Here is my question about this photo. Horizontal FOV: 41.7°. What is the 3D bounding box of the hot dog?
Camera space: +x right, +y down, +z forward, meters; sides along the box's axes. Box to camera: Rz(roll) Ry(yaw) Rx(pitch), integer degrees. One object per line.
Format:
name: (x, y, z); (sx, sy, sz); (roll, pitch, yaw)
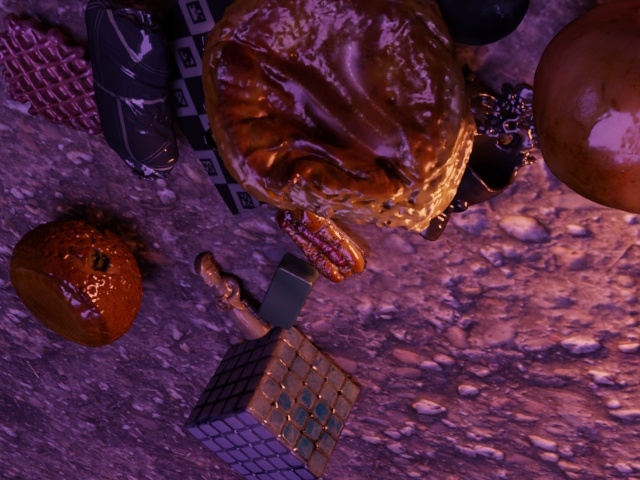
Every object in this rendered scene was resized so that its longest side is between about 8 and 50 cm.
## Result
hot dog: (0.000, 0.000, 1.488); (0.191, 0.059, 0.108); (46, 134, -17)

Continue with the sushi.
sushi: (-0.116, -0.223, 1.301); (0.320, 0.069, 0.339); (-19, 105, 52)

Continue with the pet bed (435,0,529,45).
pet bed: (0.167, -0.331, 1.035); (0.201, 0.053, 0.201); (16, 139, 14)

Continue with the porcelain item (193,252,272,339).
porcelain item: (-0.187, 0.115, 1.723); (0.084, 0.054, 0.213); (-15, 123, 38)

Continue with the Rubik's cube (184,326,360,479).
Rubik's cube: (-0.101, 0.352, 1.783); (0.237, 0.237, 0.238); (46, 137, -18)

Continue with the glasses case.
glasses case: (-0.065, 0.104, 1.648); (0.078, 0.039, 0.184); (27, 141, 1)

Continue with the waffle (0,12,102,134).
waffle: (-0.458, -0.278, 1.461); (0.234, 0.055, 0.221); (27, 141, 1)

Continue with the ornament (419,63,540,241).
ornament: (0.178, -0.150, 1.197); (0.251, 0.106, 0.260); (38, 132, -7)

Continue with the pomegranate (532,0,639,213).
pomegranate: (0.368, -0.169, 0.953); (0.252, 0.229, 0.270); (16, 133, 15)

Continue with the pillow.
pillow: (-0.298, -0.236, 1.347); (0.161, 0.092, 0.335); (35, 142, 23)

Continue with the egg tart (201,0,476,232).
egg tart: (0.025, -0.190, 1.086); (0.352, 0.153, 0.339); (3, 99, 0)

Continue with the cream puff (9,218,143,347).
cream puff: (-0.496, 0.076, 1.747); (0.303, 0.212, 0.303); (24, 145, 19)
